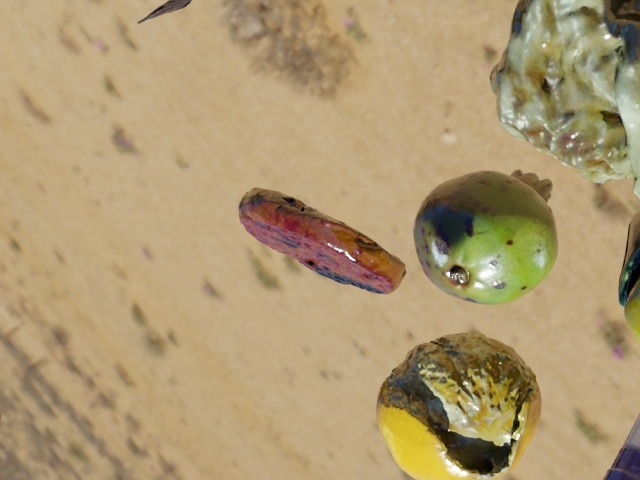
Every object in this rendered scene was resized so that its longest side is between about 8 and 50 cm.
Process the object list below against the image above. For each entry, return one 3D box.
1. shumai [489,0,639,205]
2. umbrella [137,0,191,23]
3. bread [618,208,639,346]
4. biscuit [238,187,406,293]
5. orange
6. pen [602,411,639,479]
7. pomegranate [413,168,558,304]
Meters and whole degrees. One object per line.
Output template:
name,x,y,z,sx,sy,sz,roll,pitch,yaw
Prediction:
shumai,0.259,-0.112,1.014,0.218,0.256,0.189,54,137,24
umbrella,-0.118,-0.231,1.332,0.013,0.122,0.022,30,143,60
bread,0.454,0.079,1.340,0.251,0.208,0.376,-27,130,37
biscuit,0.000,0.000,1.484,0.192,0.049,0.192,23,169,5
orange,0.132,0.160,1.335,0.156,0.157,0.134,62,174,-36
pen,0.222,0.065,0.841,0.033,0.269,0.033,29,163,10
pomegranate,0.244,-0.019,2.011,0.202,0.248,0.202,21,133,24
